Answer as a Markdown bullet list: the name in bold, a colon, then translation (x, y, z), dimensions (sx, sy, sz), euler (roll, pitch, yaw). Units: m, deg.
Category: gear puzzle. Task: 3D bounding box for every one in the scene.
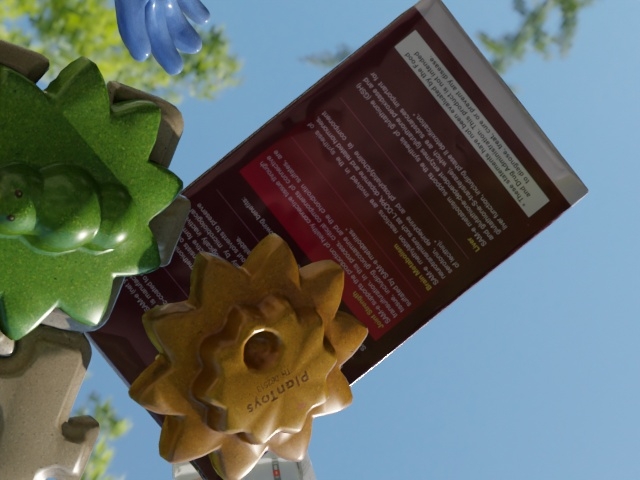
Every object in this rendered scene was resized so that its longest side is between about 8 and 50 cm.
- **gear puzzle**: translation (-0.119, 0.022, 0.446), dimensions (0.339, 0.175, 0.044), euler (18, -172, -36)

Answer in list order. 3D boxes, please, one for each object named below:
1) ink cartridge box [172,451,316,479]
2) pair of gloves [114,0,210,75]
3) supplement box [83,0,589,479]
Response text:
- **ink cartridge box**: translation (-0.085, 0.219, 1.569), dimensions (0.045, 0.145, 0.179), euler (-52, -52, -60)
- **pair of gloves**: translation (-0.086, -0.210, 0.983), dimensions (0.023, 0.159, 0.198), euler (9, -126, 22)
- **supplement box**: translation (0.000, 0.000, 0.795), dimensions (0.130, 0.239, 0.073), euler (52, 180, -5)
